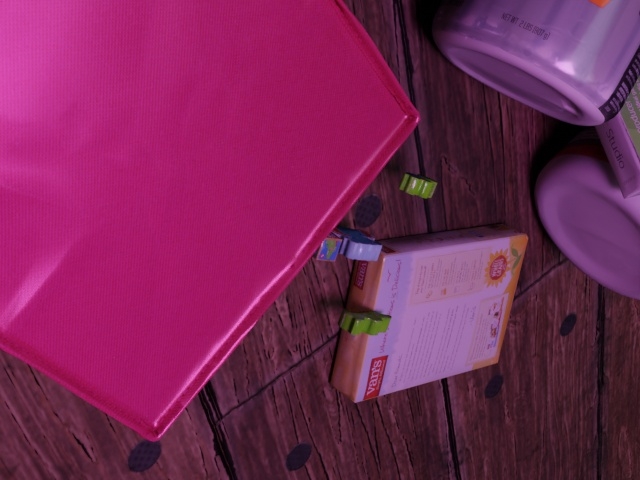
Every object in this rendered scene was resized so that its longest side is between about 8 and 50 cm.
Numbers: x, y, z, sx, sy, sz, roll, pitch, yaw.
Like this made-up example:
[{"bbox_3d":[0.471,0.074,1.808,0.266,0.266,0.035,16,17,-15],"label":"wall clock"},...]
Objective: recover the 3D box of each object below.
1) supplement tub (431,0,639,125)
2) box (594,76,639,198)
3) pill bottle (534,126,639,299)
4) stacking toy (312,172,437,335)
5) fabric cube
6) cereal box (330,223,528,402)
[{"bbox_3d":[0.252,-0.281,0.845,0.193,0.193,0.316,24,95,-47],"label":"supplement tub"},{"bbox_3d":[0.427,-0.194,0.987,0.322,0.232,0.058,-15,168,-15],"label":"box"},{"bbox_3d":[0.446,-0.117,1.108,0.363,0.210,0.210,-42,135,-17],"label":"pill bottle"},{"bbox_3d":[0.000,0.000,0.861,0.221,0.052,0.167,8,108,-37],"label":"stacking toy"},{"bbox_3d":[-0.153,-0.092,0.530,0.254,0.258,0.259,-49,137,-8],"label":"fabric cube"},{"bbox_3d":[0.126,0.076,1.040,0.240,0.047,0.173,-6,115,-40],"label":"cereal box"}]
